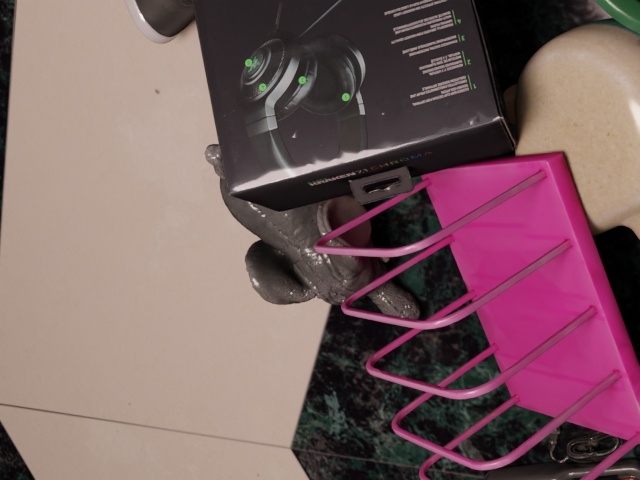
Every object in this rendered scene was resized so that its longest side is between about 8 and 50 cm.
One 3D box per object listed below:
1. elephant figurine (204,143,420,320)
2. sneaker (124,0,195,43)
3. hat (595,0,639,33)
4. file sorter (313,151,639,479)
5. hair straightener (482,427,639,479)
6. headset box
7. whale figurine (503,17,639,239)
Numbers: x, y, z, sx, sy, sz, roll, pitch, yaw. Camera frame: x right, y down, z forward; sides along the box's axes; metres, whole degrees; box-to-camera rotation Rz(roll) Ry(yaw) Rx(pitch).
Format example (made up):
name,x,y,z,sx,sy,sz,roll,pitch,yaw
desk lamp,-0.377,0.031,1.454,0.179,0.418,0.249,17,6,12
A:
name,x,y,z,sx,sy,sz,roll,pitch,yaw
elephant figurine,0.000,0.000,0.938,0.239,0.186,0.169,63,163,14
sneaker,-0.190,-0.392,0.980,0.146,0.104,0.296,-18,100,32
hat,0.273,-0.242,0.750,0.173,0.183,0.208,-34,84,-3
file sorter,0.148,0.091,0.813,0.202,0.182,0.291,3,120,64
hair straightener,0.277,0.244,0.935,0.230,0.047,0.089,-24,93,36
headset box,0.027,-0.177,0.776,0.246,0.131,0.283,-15,81,16
whale figurine,0.262,-0.079,0.795,0.216,0.141,0.272,48,150,28
